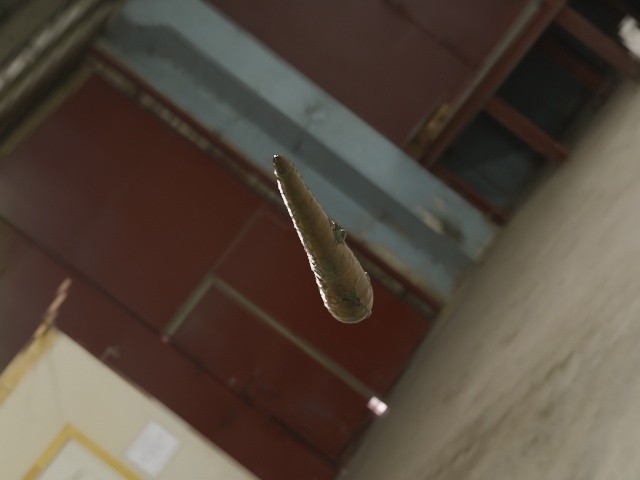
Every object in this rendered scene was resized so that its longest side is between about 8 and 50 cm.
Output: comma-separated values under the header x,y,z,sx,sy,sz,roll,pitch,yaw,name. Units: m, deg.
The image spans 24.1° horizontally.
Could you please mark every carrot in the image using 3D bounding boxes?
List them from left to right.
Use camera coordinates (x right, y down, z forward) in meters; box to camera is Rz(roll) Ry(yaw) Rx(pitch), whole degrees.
x,y,z,sx,sy,sz,roll,pitch,yaw,name
0.000,0.000,1.287,0.049,0.049,0.254,-52,-32,-17,carrot
